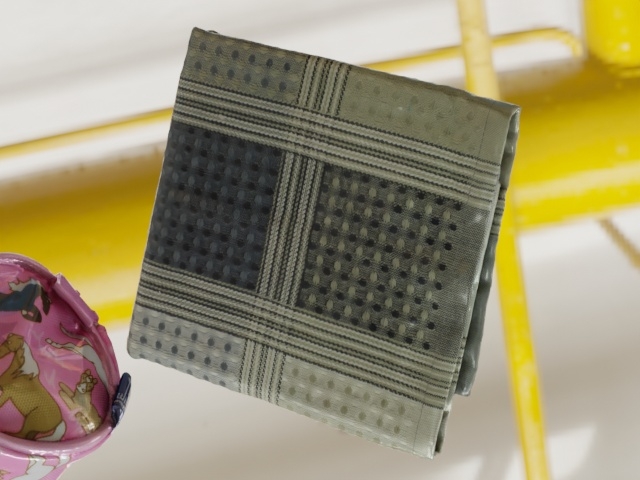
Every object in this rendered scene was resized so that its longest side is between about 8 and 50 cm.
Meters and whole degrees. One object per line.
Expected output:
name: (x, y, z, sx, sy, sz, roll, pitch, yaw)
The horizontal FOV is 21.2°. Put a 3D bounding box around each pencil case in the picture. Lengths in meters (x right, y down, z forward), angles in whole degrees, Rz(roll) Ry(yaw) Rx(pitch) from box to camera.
pencil case: (-0.287, 0.172, 1.234, 0.167, 0.386, 0.160, 13, -132, -34)

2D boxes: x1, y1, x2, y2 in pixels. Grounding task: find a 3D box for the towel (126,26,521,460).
towel: (0.000, 0.000, 1.447, 0.324, 0.312, 0.056, 18, -168, 25)
